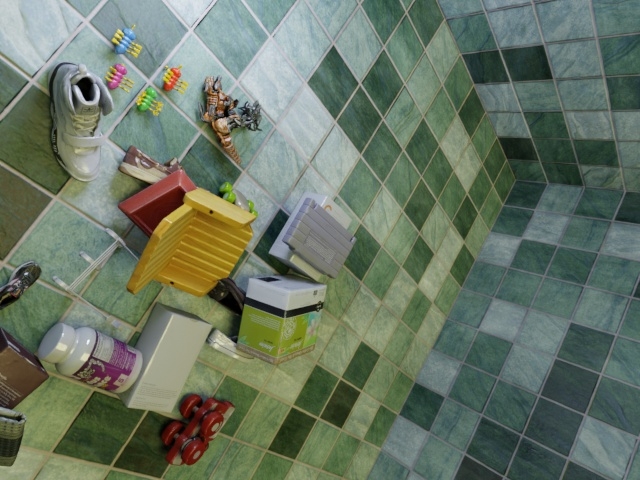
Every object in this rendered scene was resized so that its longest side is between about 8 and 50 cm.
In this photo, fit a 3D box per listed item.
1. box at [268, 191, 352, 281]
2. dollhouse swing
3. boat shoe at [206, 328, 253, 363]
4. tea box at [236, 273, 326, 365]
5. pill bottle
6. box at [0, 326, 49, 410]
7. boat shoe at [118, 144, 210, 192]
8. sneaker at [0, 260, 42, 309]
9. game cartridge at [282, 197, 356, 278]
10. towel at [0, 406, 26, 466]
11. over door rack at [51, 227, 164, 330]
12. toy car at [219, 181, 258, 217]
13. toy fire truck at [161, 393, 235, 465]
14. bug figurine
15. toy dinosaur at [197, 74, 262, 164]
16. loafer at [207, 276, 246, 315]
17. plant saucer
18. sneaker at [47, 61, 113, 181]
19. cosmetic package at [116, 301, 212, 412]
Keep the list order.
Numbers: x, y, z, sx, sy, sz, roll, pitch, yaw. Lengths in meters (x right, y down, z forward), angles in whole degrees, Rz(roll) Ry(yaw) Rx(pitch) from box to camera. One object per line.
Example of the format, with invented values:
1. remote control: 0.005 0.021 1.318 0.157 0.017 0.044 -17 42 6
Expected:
1. box: -0.043 -0.022 2.115 0.215 0.168 0.345 41 73 -41
2. dollhouse swing: -0.418 0.056 1.524 0.315 0.305 0.346 27 112 -19
3. boat shoe: -0.375 0.461 1.986 0.258 0.095 0.084 40 78 -43
4. tea box: -0.164 0.334 2.009 0.329 0.220 0.323 0 103 -61
5. pill bottle: -0.776 0.395 1.544 0.301 0.169 0.169 43 72 -40
6. box: -0.975 0.408 1.363 0.203 0.167 0.168 -45 127 -25
7. boat shoe: -0.537 -0.239 1.636 0.342 0.123 0.123 21 88 -38
8. sneaker: -0.929 0.147 1.398 0.178 0.077 0.072 -54 132 -19
9. game cartridge: 0.000 0.000 2.005 0.355 0.068 0.230 40 78 -41
10. towel: -1.006 0.522 1.268 0.324 0.056 0.312 22 127 -18
11. over door rack: -0.727 0.135 1.578 0.239 0.108 0.324 -50 144 -21
12. toy car: -0.378 -0.108 1.838 0.188 0.149 0.155 -42 128 9
13. toy fire truck: -0.505 0.811 1.930 0.302 0.169 0.254 -56 150 -15
14. bug figurine: -0.596 -0.559 1.523 0.279 0.072 0.216 35 83 -47
15. toy dinosaur: -0.353 -0.467 1.756 0.219 0.164 0.321 -19 133 -23
16. loafer: -0.391 0.216 1.856 0.302 0.109 0.095 49 26 -52
17. plant saucer: -0.529 -0.090 1.621 0.259 0.047 0.258 -30 134 1
18. sneaker: -0.718 -0.349 1.369 0.137 0.210 0.365 -14 111 -40
19. cosmetic package: -0.595 0.446 1.735 0.197 0.155 0.365 33 78 -43
